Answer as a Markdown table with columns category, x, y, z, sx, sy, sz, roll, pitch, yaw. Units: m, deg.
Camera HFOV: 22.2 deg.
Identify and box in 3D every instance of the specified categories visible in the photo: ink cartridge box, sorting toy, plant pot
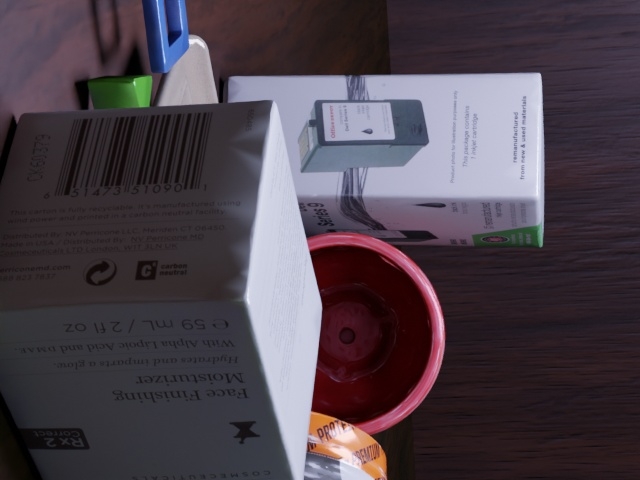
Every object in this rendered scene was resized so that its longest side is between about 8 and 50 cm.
| category | x | y | z | sx | sy | sz | roll | pitch | yaw |
| --- | --- | --- | --- | --- | --- | --- | --- | --- | --- |
| ink cartridge box | 0.065 | -0.071 | 1.539 | 0.211 | 0.289 | 0.121 | 55 | 37 | -75 |
| sorting toy | -0.111 | -0.022 | 1.164 | 0.196 | 0.047 | 0.348 | -75 | 161 | -51 |
| plant pot | 0.025 | 0.088 | 1.558 | 0.174 | 0.191 | 0.191 | 10 | 78 | -85 |

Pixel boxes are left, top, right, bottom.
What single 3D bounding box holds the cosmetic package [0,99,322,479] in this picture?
| category | x | y | z | sx | sy | sz | roll | pitch | yaw |
| --- | --- | --- | --- | --- | --- | --- | --- | --- | --- |
| cosmetic package | -0.089 | 0.039 | 0.917 | 0.184 | 0.151 | 0.151 | 77 | 14 | -46 |

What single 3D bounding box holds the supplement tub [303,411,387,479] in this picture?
| category | x | y | z | sx | sy | sz | roll | pitch | yaw |
| --- | --- | --- | --- | --- | --- | --- | --- | --- | --- |
| supplement tub | -0.044 | 0.283 | 0.970 | 0.207 | 0.207 | 0.338 | 74 | 16 | -58 |
